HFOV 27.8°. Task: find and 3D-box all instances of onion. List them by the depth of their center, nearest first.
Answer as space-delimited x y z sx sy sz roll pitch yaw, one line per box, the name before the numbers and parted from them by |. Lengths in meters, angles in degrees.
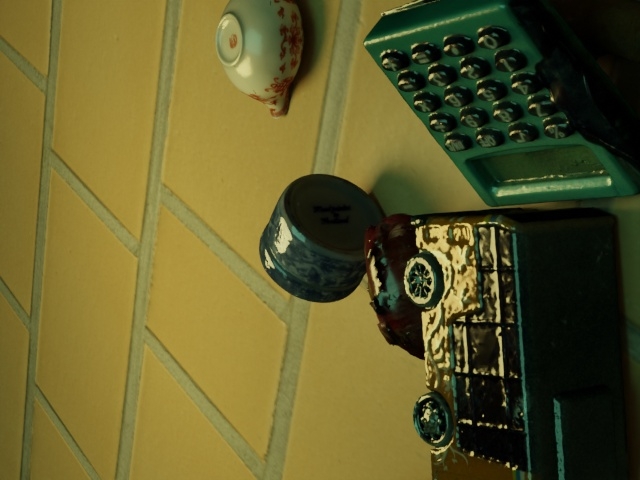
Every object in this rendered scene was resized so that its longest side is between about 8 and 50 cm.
onion | 0.125 0.042 1.494 0.147 0.184 0.184 -28 65 11

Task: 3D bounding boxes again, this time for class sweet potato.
sweet potato | 0.241 -0.204 1.295 0.385 0.109 0.109 2 98 50

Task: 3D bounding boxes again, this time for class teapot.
teapot | -0.082 -0.293 1.808 0.159 0.116 0.246 -128 48 -56

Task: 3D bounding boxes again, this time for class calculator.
calculator | 0.188 -0.137 1.288 0.274 0.058 0.248 48 153 -24

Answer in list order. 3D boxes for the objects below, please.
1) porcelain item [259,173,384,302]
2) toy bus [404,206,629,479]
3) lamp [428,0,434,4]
porcelain item | 0.000 0.000 1.674 0.147 0.147 0.114 63 143 29
toy bus | 0.209 0.127 1.355 0.194 0.161 0.324 -3 91 55
lamp | 0.155 -0.356 1.263 0.215 0.151 0.223 118 176 -65
